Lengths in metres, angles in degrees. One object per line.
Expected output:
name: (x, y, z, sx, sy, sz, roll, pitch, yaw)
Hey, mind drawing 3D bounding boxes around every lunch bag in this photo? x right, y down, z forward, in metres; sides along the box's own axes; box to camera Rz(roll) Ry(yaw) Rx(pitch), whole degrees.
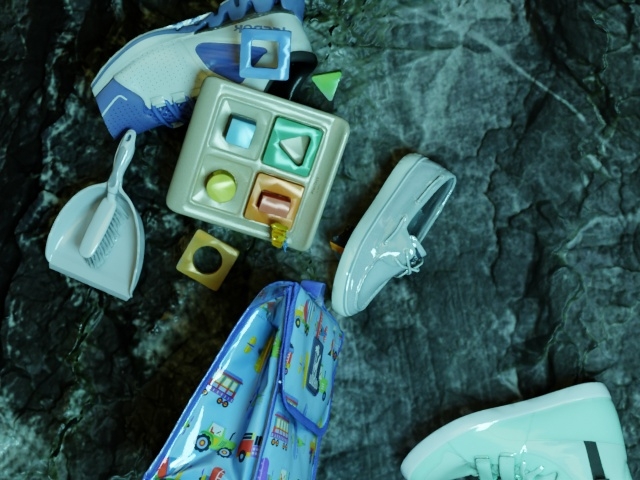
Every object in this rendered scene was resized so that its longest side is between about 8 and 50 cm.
lunch bag: (-0.060, 0.182, 1.590, 0.138, 0.221, 0.293, 16, 78, 21)

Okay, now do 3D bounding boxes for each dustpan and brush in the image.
dustpan and brush: (-0.280, -0.044, 1.813, 0.147, 0.060, 0.211, 21, 85, 23)

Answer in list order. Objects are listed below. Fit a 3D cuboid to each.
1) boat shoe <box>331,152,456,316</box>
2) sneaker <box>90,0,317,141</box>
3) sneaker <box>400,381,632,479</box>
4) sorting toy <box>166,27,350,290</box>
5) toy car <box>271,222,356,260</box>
boat shoe: (0.094, -0.001, 1.679, 0.081, 0.079, 0.227, 24, 78, 27)
sneaker: (-0.137, -0.199, 1.792, 0.316, 0.127, 0.182, -28, 64, 5)
sneaker: (0.223, 0.267, 1.537, 0.256, 0.094, 0.151, -20, 62, 8)
sorting toy: (-0.081, -0.091, 1.714, 0.196, 0.047, 0.347, 18, 103, -3)
toy car: (0.000, 0.000, 1.724, 0.122, 0.060, 0.040, 14, 122, 8)
